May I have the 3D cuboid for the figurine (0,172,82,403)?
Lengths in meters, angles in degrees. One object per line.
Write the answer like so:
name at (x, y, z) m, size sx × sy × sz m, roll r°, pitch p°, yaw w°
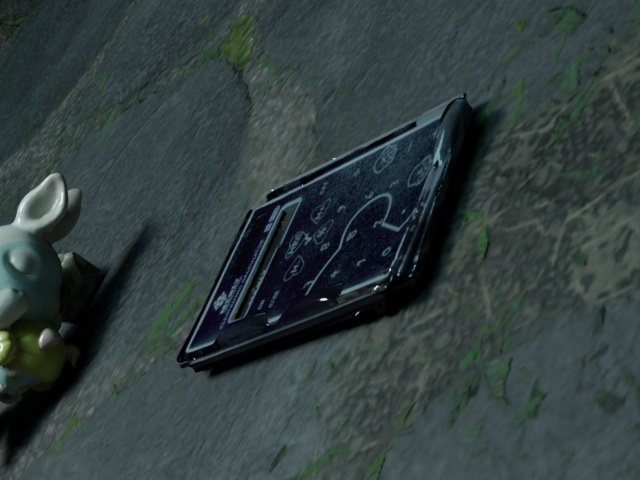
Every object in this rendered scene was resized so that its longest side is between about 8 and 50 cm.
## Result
figurine at (-0.288, 0.060, 1.300) m, size 0.235 × 0.127 × 0.155 m, roll -40°, pitch 57°, yaw 0°

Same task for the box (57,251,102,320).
box at (-0.260, 0.046, 1.410) m, size 0.098 × 0.045 × 0.062 m, roll -10°, pitch 48°, yaw 61°

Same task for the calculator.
calculator at (0.000, 0.000, 0.979) m, size 0.274 × 0.028 × 0.165 m, roll -24°, pitch 37°, yaw 52°
